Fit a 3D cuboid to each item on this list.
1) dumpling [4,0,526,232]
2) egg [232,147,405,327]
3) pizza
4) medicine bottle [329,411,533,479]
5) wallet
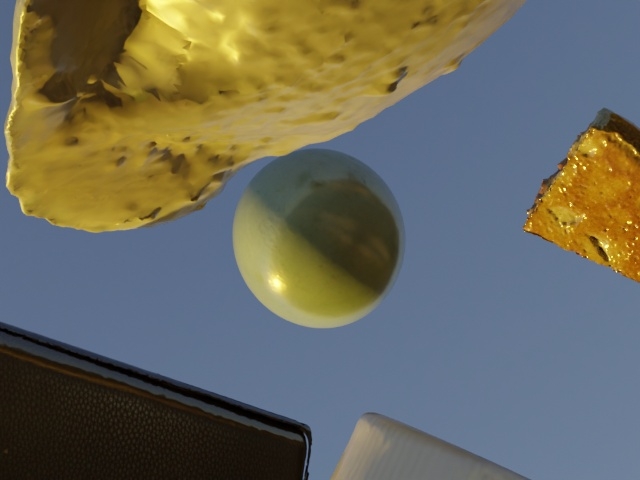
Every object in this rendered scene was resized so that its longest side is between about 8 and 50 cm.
[{"bbox_3d":[-0.008,-0.119,0.459,0.227,0.175,0.243,13,-96,-68],"label":"dumpling"},{"bbox_3d":[0.000,0.000,1.261,0.149,0.149,0.192,-40,-27,-6],"label":"egg"},{"bbox_3d":[0.227,-0.035,1.151,0.046,0.134,0.175,-64,-35,-43],"label":"pizza"},{"bbox_3d":[0.016,0.182,0.438,0.139,0.139,0.237,34,-99,-48],"label":"medicine bottle"},{"bbox_3d":[-0.090,0.109,0.646,0.198,0.031,0.110,23,-116,-36],"label":"wallet"}]
